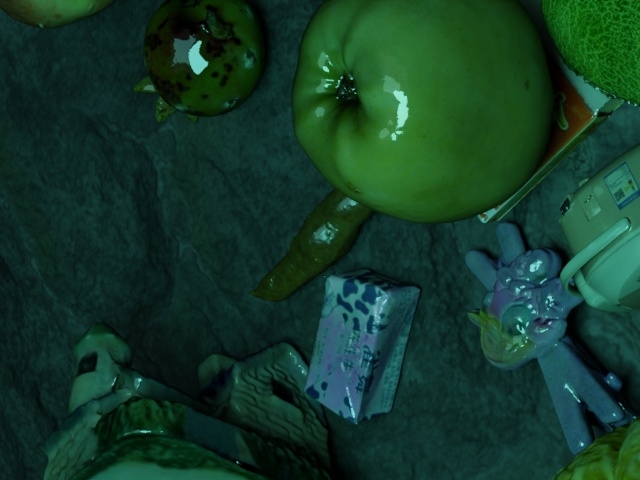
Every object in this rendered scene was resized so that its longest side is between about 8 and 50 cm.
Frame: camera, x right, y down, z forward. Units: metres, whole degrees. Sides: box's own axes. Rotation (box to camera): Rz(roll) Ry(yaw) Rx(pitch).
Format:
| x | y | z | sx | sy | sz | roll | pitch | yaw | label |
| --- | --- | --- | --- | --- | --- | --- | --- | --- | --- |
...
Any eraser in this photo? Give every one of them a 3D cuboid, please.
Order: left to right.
| x | y | z | sx | sy | sz | roll | pitch | yaw | label |
| --- | --- | --- | --- | --- | --- | --- | --- | --- | --- |
| 0.209 | -0.150 | 1.381 | 0.230 | 0.038 | 0.157 | -46 | 66 | 32 | eraser |

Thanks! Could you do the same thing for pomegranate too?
| x | y | z | sx | sy | sz | roll | pitch | yaw | label |
| --- | --- | --- | --- | --- | --- | --- | --- | --- | --- |
| -0.159 | -0.217 | 1.598 | 0.220 | 0.156 | 0.156 | -21 | 80 | 41 | pomegranate |

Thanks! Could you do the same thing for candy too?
| x | y | z | sx | sy | sz | roll | pitch | yaw | label |
| --- | --- | --- | --- | --- | --- | --- | --- | --- | --- |
| 0.044 | 0.115 | 1.506 | 0.092 | 0.073 | 0.160 | 23 | 107 | 37 | candy |

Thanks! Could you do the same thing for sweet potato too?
| x | y | z | sx | sy | sz | roll | pitch | yaw | label |
| --- | --- | --- | --- | --- | --- | --- | --- | --- | --- |
| 0.000 | 0.000 | 1.540 | 0.274 | 0.067 | 0.067 | -44 | 67 | 33 | sweet potato |

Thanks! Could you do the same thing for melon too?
| x | y | z | sx | sy | sz | roll | pitch | yaw | label |
| --- | --- | --- | --- | --- | --- | --- | --- | --- | --- |
| 0.279 | -0.225 | 1.212 | 0.129 | 0.169 | 0.265 | -44 | 64 | -4 | melon |

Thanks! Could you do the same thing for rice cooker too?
| x | y | z | sx | sy | sz | roll | pitch | yaw | label |
| --- | --- | --- | --- | --- | --- | --- | --- | --- | --- |
| 0.314 | -0.019 | 1.242 | 0.206 | 0.145 | 0.127 | -37 | 59 | 32 | rice cooker |

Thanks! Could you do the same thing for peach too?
| x | y | z | sx | sy | sz | roll | pitch | yaw | label |
| --- | --- | --- | --- | --- | --- | --- | --- | --- | --- |
| -0.340 | -0.388 | 1.714 | 0.232 | 0.232 | 0.232 | 3 | 95 | 38 | peach |

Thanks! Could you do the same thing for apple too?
| x | y | z | sx | sy | sz | roll | pitch | yaw | label |
| --- | --- | --- | --- | --- | --- | --- | --- | --- | --- |
| 0.096 | -0.145 | 1.304 | 0.262 | 0.262 | 0.262 | 3 | 95 | 38 | apple |

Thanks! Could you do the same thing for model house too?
| x | y | z | sx | sy | sz | roll | pitch | yaw | label |
| --- | --- | --- | --- | --- | --- | --- | --- | --- | --- |
| -0.149 | 0.219 | 1.529 | 0.243 | 0.298 | 0.284 | -46 | 29 | 28 | model house |

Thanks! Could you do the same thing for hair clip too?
| x | y | z | sx | sy | sz | roll | pitch | yaw | label |
| --- | --- | --- | --- | --- | --- | --- | --- | --- | --- |
| 0.237 | 0.099 | 1.341 | 0.137 | 0.090 | 0.278 | -46 | 66 | 28 | hair clip |

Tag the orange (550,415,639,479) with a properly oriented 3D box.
| x | y | z | sx | sy | sz | roll | pitch | yaw | label |
| --- | --- | --- | --- | --- | --- | --- | --- | --- | --- |
| 0.340 | 0.261 | 1.189 | 0.369 | 0.271 | 0.210 | -36 | 28 | 34 | orange |
